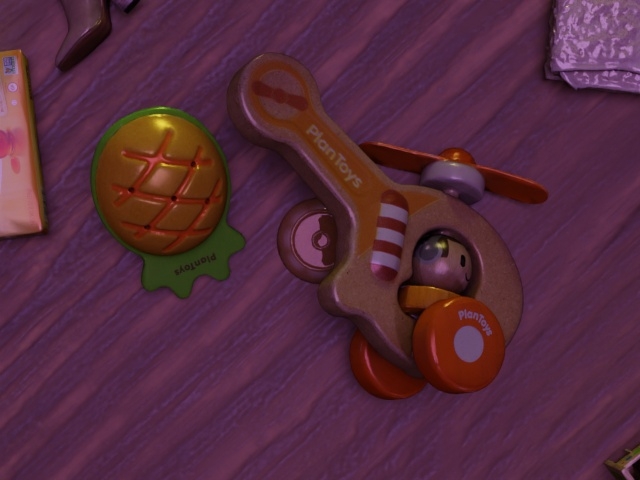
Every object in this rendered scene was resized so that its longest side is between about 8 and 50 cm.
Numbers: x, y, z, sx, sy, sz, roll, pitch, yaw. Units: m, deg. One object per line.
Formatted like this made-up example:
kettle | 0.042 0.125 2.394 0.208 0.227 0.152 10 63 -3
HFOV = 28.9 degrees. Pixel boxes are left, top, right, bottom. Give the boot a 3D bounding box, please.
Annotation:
boot | -0.229 -0.229 1.166 0.118 0.042 0.087 -44 86 -6

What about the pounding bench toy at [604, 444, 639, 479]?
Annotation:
pounding bench toy | 0.328 0.230 1.187 0.065 0.052 0.083 -36 91 -5

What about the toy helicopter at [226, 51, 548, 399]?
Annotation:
toy helicopter | 0.060 -0.037 1.127 0.355 0.140 0.235 47 63 -13

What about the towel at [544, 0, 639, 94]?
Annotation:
towel | 0.319 -0.279 1.204 0.187 0.049 0.282 5 88 -5

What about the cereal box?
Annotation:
cereal box | -0.381 -0.075 1.140 0.240 0.047 0.173 -8 87 -5

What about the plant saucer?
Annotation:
plant saucer | 0.000 0.000 1.186 0.083 0.015 0.084 0 88 -4

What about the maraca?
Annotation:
maraca | -0.138 -0.034 1.139 0.127 0.099 0.186 -24 115 -8
